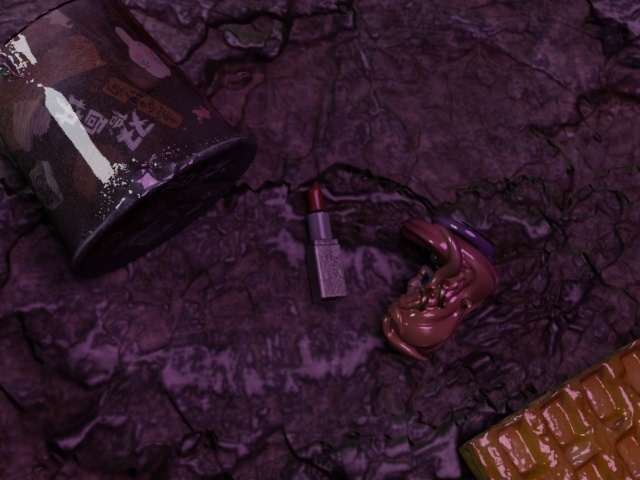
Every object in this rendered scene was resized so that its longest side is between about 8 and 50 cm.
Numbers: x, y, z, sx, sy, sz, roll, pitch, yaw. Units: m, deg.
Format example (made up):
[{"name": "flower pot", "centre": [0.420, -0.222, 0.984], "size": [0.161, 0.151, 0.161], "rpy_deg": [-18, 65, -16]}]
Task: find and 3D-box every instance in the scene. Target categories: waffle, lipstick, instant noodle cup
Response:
[{"name": "waffle", "centre": [0.290, 0.227, 1.548], "size": [0.274, 0.057, 0.168], "rpy_deg": [-28, 86, -25]}, {"name": "lipstick", "centre": [0.001, 0.000, 1.522], "size": [0.030, 0.030, 0.129], "rpy_deg": [-3, 75, -21]}, {"name": "instant noodle cup", "centre": [-0.203, -0.106, 1.388], "size": [0.217, 0.217, 0.207], "rpy_deg": [-32, 80, -25]}]

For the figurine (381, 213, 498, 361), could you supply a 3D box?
[{"name": "figurine", "centre": [0.127, 0.047, 1.511], "size": [0.114, 0.126, 0.157], "rpy_deg": [4, 65, 26]}]
